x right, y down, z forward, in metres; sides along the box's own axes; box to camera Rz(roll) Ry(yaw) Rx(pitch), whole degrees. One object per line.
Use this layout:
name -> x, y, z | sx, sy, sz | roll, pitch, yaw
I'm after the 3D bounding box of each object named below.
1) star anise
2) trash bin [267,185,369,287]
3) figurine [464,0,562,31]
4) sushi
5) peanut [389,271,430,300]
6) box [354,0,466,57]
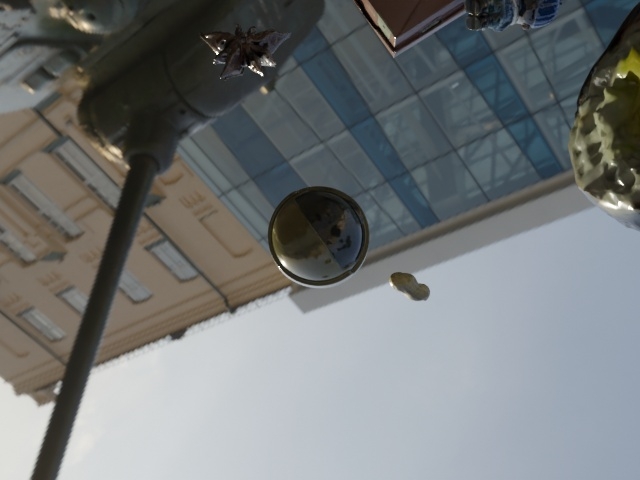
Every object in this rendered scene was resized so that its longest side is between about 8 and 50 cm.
star anise -> -0.103, -0.289, 1.056 | 0.129, 0.056, 0.124 | -17, -125, -14
trash bin -> 0.000, 0.000, 1.532 | 0.214, 0.214, 0.334 | -42, 171, -3
figurine -> 0.273, -0.329, 0.992 | 0.136, 0.077, 0.079 | -24, -151, -29
sushi -> 0.506, -0.149, 0.917 | 0.281, 0.294, 0.300 | 128, -32, -59
peanut -> 0.145, 0.076, 1.147 | 0.037, 0.083, 0.037 | -32, -139, 34
box -> 0.197, -0.571, 1.639 | 0.215, 0.215, 0.086 | -32, 168, -2
